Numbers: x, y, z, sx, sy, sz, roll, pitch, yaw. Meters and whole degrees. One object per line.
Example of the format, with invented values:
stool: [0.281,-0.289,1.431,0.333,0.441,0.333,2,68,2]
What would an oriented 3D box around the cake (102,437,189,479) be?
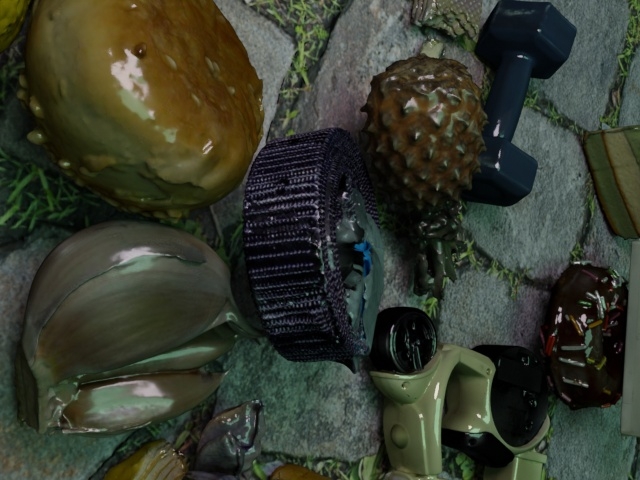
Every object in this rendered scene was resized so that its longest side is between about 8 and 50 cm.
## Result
cake: [-0.221,0.309,0.822,0.185,0.116,0.079,-25,107,-26]

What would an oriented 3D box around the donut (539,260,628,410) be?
donut: [0.475,0.168,1.255,0.270,0.103,0.269,3,86,-48]

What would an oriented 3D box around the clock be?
clock: [0.214,0.267,1.105,0.379,0.120,0.276,18,74,-33]

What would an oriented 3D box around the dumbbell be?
dumbbell: [0.293,-0.218,1.138,0.144,0.157,0.316,41,66,-59]

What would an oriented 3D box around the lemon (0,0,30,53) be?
lemon: [-0.405,-0.249,0.614,0.322,0.268,0.268,-27,105,-23]

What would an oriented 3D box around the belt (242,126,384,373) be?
belt: [0.000,0.000,0.875,0.324,0.122,0.260,-71,147,-60]

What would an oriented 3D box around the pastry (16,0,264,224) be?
pastry: [-0.192,-0.160,0.762,0.284,0.184,0.315,53,24,-31]

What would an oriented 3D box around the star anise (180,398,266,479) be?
star anise: [-0.118,0.304,0.853,0.093,0.229,0.236,12,69,1]

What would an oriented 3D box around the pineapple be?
pineapple: [0.148,-0.074,1.007,0.175,0.175,0.360,-28,129,-30]

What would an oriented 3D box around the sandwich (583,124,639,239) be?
sandwich: [0.634,-0.145,1.357,0.198,0.155,0.227,-35,107,-30]

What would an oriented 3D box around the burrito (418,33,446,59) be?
burrito: [0.149,-0.232,1.107,0.045,0.041,0.185,22,75,11]

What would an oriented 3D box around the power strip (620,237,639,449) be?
power strip: [0.567,0.178,1.252,0.106,0.043,0.366,12,81,-48]

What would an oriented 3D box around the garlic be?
garlic: [-0.202,0.095,0.780,0.292,0.210,0.237,-24,97,-22]

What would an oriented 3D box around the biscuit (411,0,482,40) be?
biscuit: [0.207,-0.437,1.131,0.108,0.062,0.238,12,82,-31]

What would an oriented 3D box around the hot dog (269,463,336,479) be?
hot dog: [0.019,0.394,1.002,0.270,0.072,0.109,37,68,-29]
